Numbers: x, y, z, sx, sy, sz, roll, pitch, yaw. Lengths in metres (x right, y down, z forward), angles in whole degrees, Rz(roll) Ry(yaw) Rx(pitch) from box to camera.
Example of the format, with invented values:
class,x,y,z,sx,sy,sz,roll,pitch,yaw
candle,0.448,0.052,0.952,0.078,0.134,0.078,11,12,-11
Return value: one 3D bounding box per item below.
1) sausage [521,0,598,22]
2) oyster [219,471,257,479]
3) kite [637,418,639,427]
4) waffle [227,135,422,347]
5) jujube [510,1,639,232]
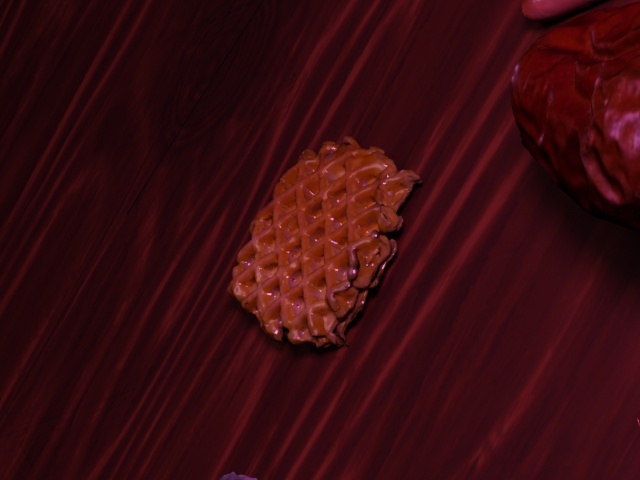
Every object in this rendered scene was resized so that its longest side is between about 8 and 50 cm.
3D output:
class,x,y,z,sx,sy,sz,roll,pitch,yaw
sausage,0.277,-0.263,1.568,0.176,0.047,0.040,-19,68,44
oyster,-0.095,0.283,1.663,0.098,0.037,0.100,-33,19,6
kite,0.336,0.137,1.250,0.198,0.006,0.244,-4,63,50
waffle,-0.001,-0.001,1.726,0.254,0.052,0.245,23,84,55
jujube,0.292,-0.113,1.334,0.216,0.216,0.342,-60,23,0
